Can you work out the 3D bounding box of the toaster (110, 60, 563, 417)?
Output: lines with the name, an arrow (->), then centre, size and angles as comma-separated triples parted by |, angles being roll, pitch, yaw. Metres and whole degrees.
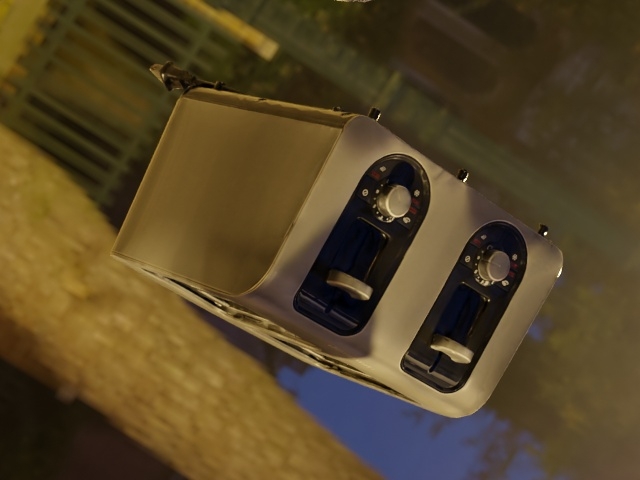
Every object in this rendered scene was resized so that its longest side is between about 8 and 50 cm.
toaster -> 0.000, 0.000, 0.901 | 0.186, 0.168, 0.110 | 16, -103, 52
